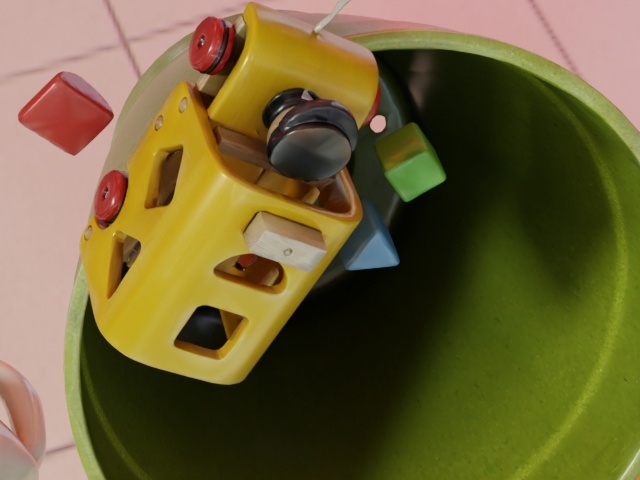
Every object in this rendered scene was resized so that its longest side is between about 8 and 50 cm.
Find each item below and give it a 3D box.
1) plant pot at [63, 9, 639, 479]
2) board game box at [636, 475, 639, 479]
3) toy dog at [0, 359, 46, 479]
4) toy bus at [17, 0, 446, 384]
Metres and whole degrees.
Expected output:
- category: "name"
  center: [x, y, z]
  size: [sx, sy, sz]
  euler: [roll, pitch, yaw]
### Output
- category: "plant pot"
  center: [0.000, 0.000, 1.131]
  size: [0.367, 0.366, 0.353]
  euler: [-13, 23, -9]
- category: "board game box"
  center: [0.149, 0.198, 1.838]
  size: [0.356, 0.356, 0.356]
  euler: [-19, 90, 3]
- category: "toy dog"
  center: [-0.493, 0.203, 1.618]
  size: [0.408, 0.284, 0.395]
  euler: [28, 65, 6]
- category: "toy bus"
  center: [-0.031, -0.024, 0.840]
  size: [0.191, 0.202, 0.104]
  euler: [-19, 43, -1]
